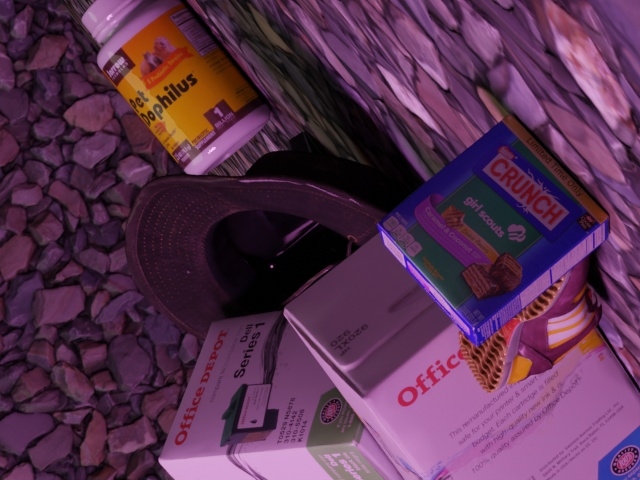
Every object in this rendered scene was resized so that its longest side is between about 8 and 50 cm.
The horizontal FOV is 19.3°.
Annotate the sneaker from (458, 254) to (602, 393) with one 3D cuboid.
[{"bbox_3d":[0.153,0.030,1.247,0.069,0.084,0.185,60,153,23],"label":"sneaker"}]

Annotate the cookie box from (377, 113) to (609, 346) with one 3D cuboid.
[{"bbox_3d":[0.104,-0.007,1.130,0.092,0.107,0.040,48,173,18],"label":"cookie box"}]

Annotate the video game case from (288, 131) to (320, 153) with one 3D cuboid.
[{"bbox_3d":[0.059,0.035,1.936,0.274,0.026,0.196,53,-170,-31],"label":"video game case"}]

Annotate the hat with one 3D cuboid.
[{"bbox_3d":[0.000,0.000,1.676,0.331,0.134,0.331,14,146,10],"label":"hat"}]

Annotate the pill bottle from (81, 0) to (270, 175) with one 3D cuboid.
[{"bbox_3d":[-0.161,-0.182,2.045,0.215,0.117,0.117,50,174,1],"label":"pill bottle"}]

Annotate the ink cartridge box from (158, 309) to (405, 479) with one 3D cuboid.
[{"bbox_3d":[-0.014,0.143,1.620,0.219,0.160,0.092,-10,136,36],"label":"ink cartridge box"}]

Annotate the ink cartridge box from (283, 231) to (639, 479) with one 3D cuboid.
[{"bbox_3d":[0.120,0.109,1.429,0.233,0.171,0.168,55,173,-30],"label":"ink cartridge box"}]

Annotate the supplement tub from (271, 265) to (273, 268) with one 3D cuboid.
[{"bbox_3d":[-0.001,0.079,2.017,0.200,0.144,0.144,57,173,-15],"label":"supplement tub"}]
